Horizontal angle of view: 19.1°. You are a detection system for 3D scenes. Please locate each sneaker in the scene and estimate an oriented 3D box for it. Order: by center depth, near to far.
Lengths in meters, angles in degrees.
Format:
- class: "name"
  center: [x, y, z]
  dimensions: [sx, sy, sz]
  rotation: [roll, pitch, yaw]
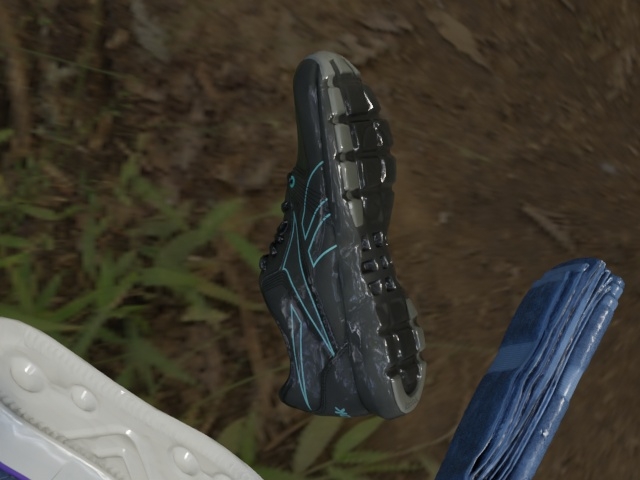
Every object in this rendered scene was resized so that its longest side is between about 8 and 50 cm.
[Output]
- class: "sneaker"
  center: [-0.165, 0.211, 1.163]
  dimensions: [0.323, 0.130, 0.236]
  rotation: [40, 117, -15]
- class: "sneaker"
  center: [0.000, 0.000, 1.357]
  dimensions: [0.106, 0.101, 0.267]
  rotation: [-7, 91, 26]

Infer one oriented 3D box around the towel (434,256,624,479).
- class: "towel"
  center: [0.089, 0.064, 0.835]
  dimensions: [0.029, 0.067, 0.119]
  rotation: [30, 77, -10]
